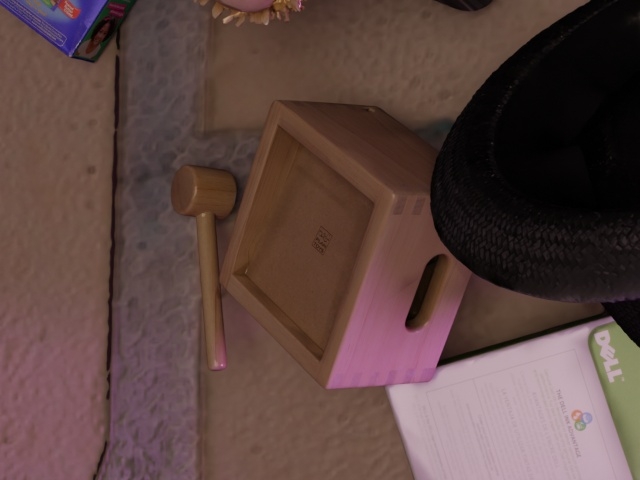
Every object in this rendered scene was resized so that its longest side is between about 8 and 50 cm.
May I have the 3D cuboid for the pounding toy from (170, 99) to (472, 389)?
[{"bbox_3d":[-0.006,0.005,0.929,0.206,0.094,0.181,42,122,44],"label":"pounding toy"}]

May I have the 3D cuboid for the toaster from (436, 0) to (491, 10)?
[{"bbox_3d":[0.053,-0.237,0.897,0.168,0.110,0.186,30,100,12],"label":"toaster"}]

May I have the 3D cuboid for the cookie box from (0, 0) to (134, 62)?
[{"bbox_3d":[-0.162,-0.188,0.991,0.092,0.040,0.107,38,101,10],"label":"cookie box"}]

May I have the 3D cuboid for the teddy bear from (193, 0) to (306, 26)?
[{"bbox_3d":[-0.014,-0.283,0.813,0.245,0.113,0.338,21,105,21],"label":"teddy bear"}]

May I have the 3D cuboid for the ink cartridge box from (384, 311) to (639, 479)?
[{"bbox_3d":[0.155,0.106,0.909,0.209,0.062,0.109,-18,87,15],"label":"ink cartridge box"}]

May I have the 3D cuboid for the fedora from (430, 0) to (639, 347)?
[{"bbox_3d":[0.220,-0.032,0.793,0.334,0.334,0.152,-20,116,15],"label":"fedora"}]
